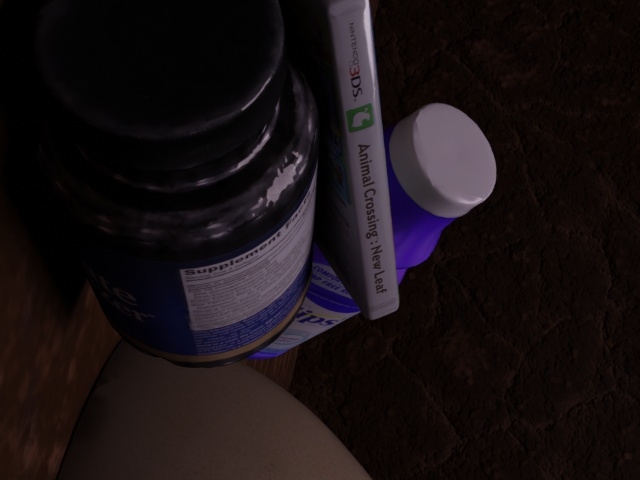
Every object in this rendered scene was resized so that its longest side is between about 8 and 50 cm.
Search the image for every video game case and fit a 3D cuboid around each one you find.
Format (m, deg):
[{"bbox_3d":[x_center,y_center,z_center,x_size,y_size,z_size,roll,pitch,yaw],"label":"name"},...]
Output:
[{"bbox_3d":[-0.019,-0.092,0.531,0.212,0.023,0.193,-123,-164,-44],"label":"video game case"}]

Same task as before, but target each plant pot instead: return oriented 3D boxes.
[{"bbox_3d":[-0.065,0.218,0.700,0.284,0.191,0.284,13,90,-86],"label":"plant pot"}]

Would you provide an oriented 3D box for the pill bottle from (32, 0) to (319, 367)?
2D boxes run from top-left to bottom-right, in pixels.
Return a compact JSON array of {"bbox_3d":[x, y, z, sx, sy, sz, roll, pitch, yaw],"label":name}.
[{"bbox_3d":[-0.062,-0.030,0.465,0.219,0.123,0.122,93,10,-64],"label":"pill bottle"}]

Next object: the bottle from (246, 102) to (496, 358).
[{"bbox_3d":[0.000,0.000,0.683,0.283,0.118,0.092,-32,-140,48],"label":"bottle"}]
